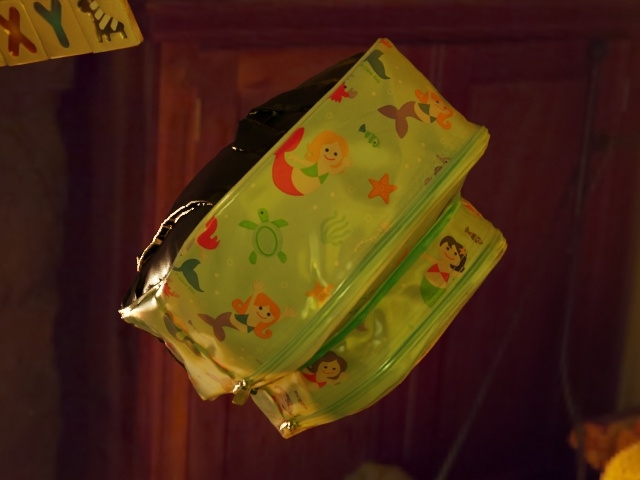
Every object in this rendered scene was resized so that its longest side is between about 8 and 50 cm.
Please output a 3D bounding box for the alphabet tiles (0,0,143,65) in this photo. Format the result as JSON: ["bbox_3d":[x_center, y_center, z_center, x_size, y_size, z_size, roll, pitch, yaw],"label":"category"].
[{"bbox_3d":[-0.159,-0.189,0.697,0.237,0.198,0.009,0,31,41],"label":"alphabet tiles"}]

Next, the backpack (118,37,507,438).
[{"bbox_3d":[0.000,0.000,0.835,0.225,0.191,0.253,-47,-3,-23],"label":"backpack"}]
